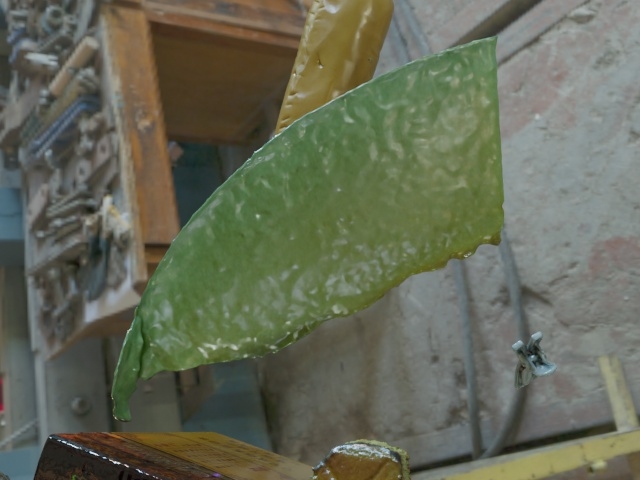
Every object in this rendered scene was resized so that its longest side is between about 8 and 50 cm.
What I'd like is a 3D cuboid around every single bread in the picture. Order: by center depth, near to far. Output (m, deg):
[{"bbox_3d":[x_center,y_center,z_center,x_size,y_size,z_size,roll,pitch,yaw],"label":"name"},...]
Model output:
[{"bbox_3d":[0.047,0.316,1.046,0.128,0.069,0.140,-3,68,17],"label":"bread"},{"bbox_3d":[0.012,-0.250,1.301,0.142,0.091,0.305,12,84,41],"label":"bread"}]

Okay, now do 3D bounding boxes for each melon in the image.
[{"bbox_3d":[-0.001,0.001,0.437,0.114,0.262,0.053,55,169,-6],"label":"melon"}]

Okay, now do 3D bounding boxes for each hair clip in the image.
[{"bbox_3d":[0.203,0.125,0.819,0.115,0.030,0.039,65,180,-66],"label":"hair clip"}]

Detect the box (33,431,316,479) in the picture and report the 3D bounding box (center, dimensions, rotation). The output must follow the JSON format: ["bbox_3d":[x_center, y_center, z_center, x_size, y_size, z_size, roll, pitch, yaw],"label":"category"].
[{"bbox_3d":[-0.174,0.360,1.217,0.264,0.415,0.115,13,85,26],"label":"box"}]

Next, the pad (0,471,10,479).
[{"bbox_3d":[-0.342,0.225,0.832,0.233,0.174,0.022,-3,55,52],"label":"pad"}]
